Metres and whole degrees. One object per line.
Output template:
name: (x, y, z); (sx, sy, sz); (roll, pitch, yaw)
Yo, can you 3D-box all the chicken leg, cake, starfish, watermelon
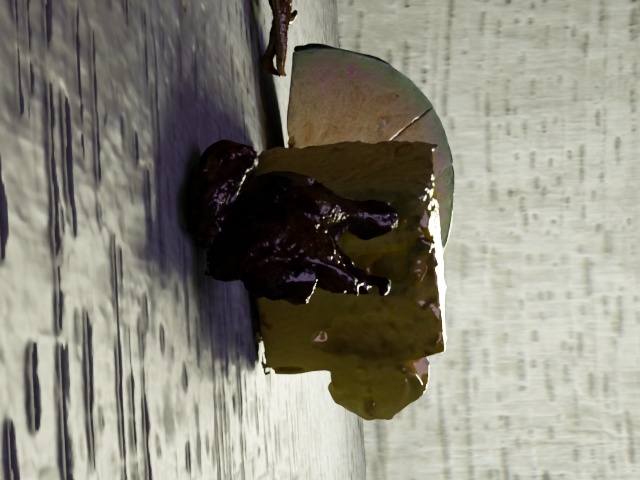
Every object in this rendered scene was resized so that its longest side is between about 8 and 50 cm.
chicken leg: (-0.011, -0.006, 1.465); (0.322, 0.177, 0.083); (-75, -174, -71)
cake: (0.036, 0.048, 1.765); (0.227, 0.222, 0.286); (-76, 161, -67)
chicken leg: (-0.092, -0.051, 1.378); (0.205, 0.053, 0.093); (-63, 172, -67)
starfish: (-0.059, -0.313, 1.889); (0.213, 0.057, 0.238); (-99, -179, -46)
watermelon: (0.018, -0.122, 2.060); (0.222, 0.319, 0.292); (23, -75, 53)
